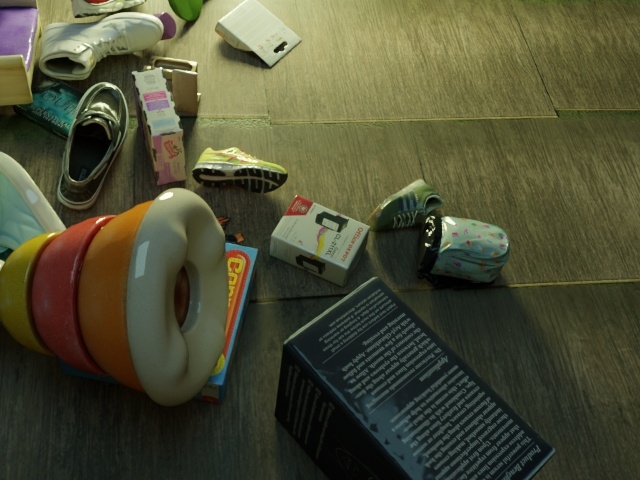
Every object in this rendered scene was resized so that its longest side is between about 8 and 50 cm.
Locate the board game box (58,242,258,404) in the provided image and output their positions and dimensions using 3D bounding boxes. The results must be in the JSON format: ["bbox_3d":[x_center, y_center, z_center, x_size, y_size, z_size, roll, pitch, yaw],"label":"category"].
[{"bbox_3d":[-0.298,0.130,1.470,0.302,0.086,0.308,10,54,0],"label":"board game box"}]

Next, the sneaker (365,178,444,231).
[{"bbox_3d":[0.194,-0.063,1.684,0.086,0.064,0.192,39,56,25],"label":"sneaker"}]

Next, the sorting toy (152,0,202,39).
[{"bbox_3d":[-0.386,-0.651,2.025,0.126,0.127,0.365,1,52,30],"label":"sorting toy"}]

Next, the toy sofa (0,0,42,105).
[{"bbox_3d":[-0.727,-0.467,1.737,0.150,0.177,0.362,-5,41,-11],"label":"toy sofa"}]

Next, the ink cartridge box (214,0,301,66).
[{"bbox_3d":[-0.161,-0.535,2.000,0.179,0.045,0.145,42,58,-1],"label":"ink cartridge box"}]

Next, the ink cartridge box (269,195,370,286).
[{"bbox_3d":[0.000,0.000,1.610,0.175,0.072,0.127,23,55,9],"label":"ink cartridge box"}]

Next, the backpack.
[{"bbox_3d":[0.300,0.023,1.609,0.182,0.115,0.152,13,52,-2],"label":"backpack"}]

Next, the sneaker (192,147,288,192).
[{"bbox_3d":[-0.174,-0.168,1.702,0.209,0.081,0.094,8,52,-1],"label":"sneaker"}]

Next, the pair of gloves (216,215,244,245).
[{"bbox_3d":[-0.210,-0.015,1.631,0.074,0.010,0.083,-25,64,-24],"label":"pair of gloves"}]

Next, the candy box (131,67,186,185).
[{"bbox_3d":[-0.352,-0.248,1.683,0.070,0.165,0.196,-14,57,-16],"label":"candy box"}]

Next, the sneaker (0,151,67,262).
[{"bbox_3d":[-0.602,-0.034,1.521,0.150,0.135,0.366,-35,58,-16],"label":"sneaker"}]

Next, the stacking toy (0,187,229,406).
[{"bbox_3d":[-0.417,0.088,1.284,0.480,0.350,0.350,1,53,12],"label":"stacking toy"}]

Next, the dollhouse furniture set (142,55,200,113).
[{"bbox_3d":[-0.348,-0.406,1.820,0.144,0.123,0.151,8,54,-2],"label":"dollhouse furniture set"}]

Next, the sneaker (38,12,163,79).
[{"bbox_3d":[-0.520,-0.450,1.832,0.293,0.108,0.169,-9,46,-2],"label":"sneaker"}]

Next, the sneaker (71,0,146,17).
[{"bbox_3d":[-0.524,-0.634,1.919,0.107,0.118,0.279,0,25,19],"label":"sneaker"}]

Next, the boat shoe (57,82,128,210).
[{"bbox_3d":[-0.480,-0.223,1.663,0.121,0.119,0.335,14,58,-19],"label":"boat shoe"}]

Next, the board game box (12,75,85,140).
[{"bbox_3d":[-0.593,-0.301,1.773,0.186,0.026,0.126,28,56,12],"label":"board game box"}]

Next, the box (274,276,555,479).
[{"bbox_3d":[0.130,0.314,1.270,0.212,0.293,0.395,-33,65,-26],"label":"box"}]
